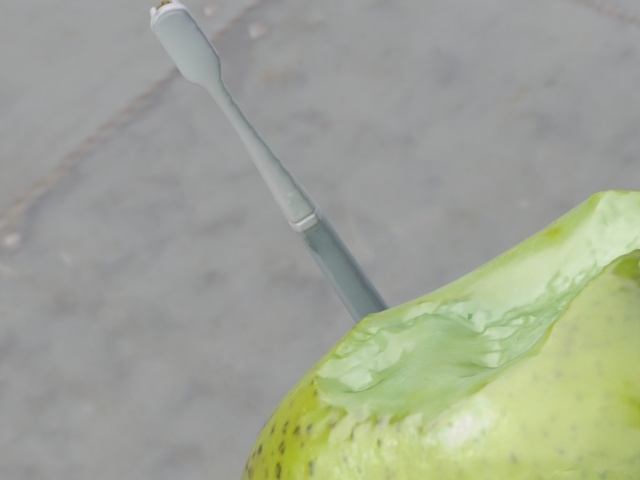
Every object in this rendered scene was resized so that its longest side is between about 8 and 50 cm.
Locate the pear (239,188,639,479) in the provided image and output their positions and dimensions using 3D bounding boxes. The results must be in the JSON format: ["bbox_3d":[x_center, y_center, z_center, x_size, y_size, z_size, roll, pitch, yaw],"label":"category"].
[{"bbox_3d":[0.083,0.094,0.967,0.292,0.159,0.292,-26,12,6],"label":"pear"}]

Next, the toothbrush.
[{"bbox_3d":[0.001,0.001,1.100,0.025,0.342,0.030,-32,30,5],"label":"toothbrush"}]
